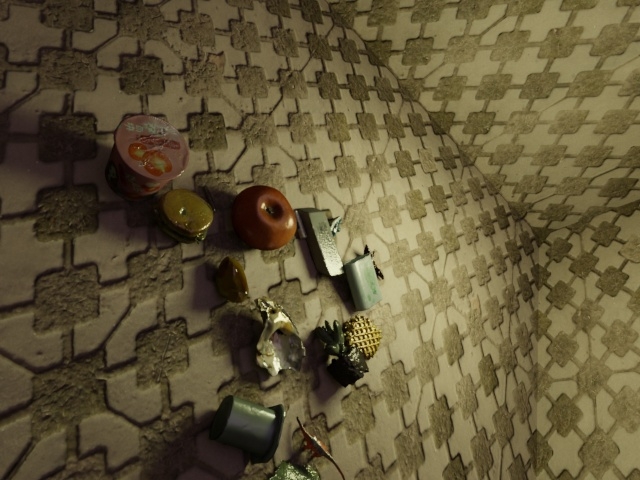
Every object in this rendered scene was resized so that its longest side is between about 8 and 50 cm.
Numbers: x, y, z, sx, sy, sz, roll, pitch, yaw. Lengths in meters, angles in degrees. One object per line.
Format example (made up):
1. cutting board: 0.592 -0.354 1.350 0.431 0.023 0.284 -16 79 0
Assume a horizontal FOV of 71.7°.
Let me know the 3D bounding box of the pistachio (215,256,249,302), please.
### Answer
1. pistachio: -0.326 0.153 1.649 0.110 0.100 0.190 22 38 -61

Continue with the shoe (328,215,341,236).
1. shoe: 0.068 -0.066 2.124 0.071 0.063 0.143 56 41 -21

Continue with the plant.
1. plant: 0.075 0.458 1.820 0.275 0.146 0.149 60 26 1

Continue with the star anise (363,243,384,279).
1. star anise: 0.231 0.124 2.177 0.156 0.053 0.213 -26 107 -33

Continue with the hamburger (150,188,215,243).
1. hamburger: -0.499 -0.088 1.597 0.215 0.122 0.190 28 47 -24

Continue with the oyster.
1. oyster: -0.171 0.371 1.674 0.275 0.100 0.271 36 51 -39

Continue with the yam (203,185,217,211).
1. yam: -0.438 -0.164 1.755 0.021 0.021 0.116 -17 80 -44

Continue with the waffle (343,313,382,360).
1. waffle: 0.182 0.431 1.976 0.197 0.070 0.193 33 51 -22

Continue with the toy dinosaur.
1. toy dinosaur: -0.007 0.769 1.622 0.280 0.101 0.055 48 56 3

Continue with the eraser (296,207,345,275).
1. eraser: 0.001 0.000 2.019 0.111 0.077 0.353 -9 76 -43

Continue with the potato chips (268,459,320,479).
1. potato chips: -0.101 0.842 1.533 0.228 0.059 0.167 -31 82 -45

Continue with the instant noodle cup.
1. instant noodle cup: -0.606 -0.264 1.508 0.242 0.231 0.243 19 57 -33

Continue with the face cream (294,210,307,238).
1. face cream: -0.095 -0.071 2.000 0.034 0.034 0.130 -8 76 -43

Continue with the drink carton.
1. drink carton: -0.240 0.599 1.449 0.189 0.191 0.186 32 53 -17

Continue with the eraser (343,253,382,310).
1. eraser: 0.200 0.193 2.064 0.174 0.081 0.227 -22 97 -45

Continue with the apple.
1. apple: -0.226 -0.092 1.778 0.251 0.206 0.272 -18 83 -41
